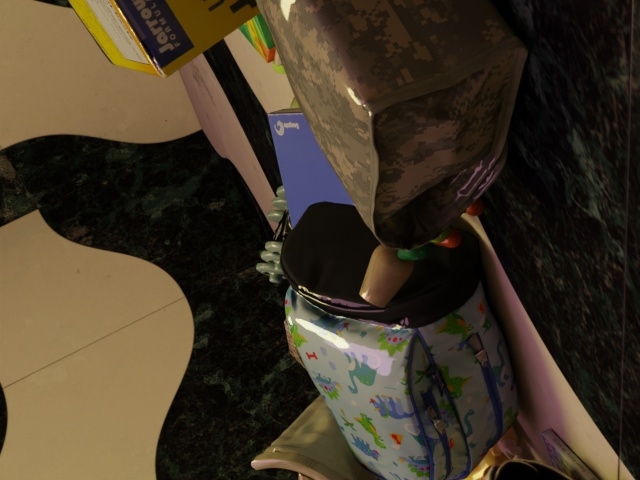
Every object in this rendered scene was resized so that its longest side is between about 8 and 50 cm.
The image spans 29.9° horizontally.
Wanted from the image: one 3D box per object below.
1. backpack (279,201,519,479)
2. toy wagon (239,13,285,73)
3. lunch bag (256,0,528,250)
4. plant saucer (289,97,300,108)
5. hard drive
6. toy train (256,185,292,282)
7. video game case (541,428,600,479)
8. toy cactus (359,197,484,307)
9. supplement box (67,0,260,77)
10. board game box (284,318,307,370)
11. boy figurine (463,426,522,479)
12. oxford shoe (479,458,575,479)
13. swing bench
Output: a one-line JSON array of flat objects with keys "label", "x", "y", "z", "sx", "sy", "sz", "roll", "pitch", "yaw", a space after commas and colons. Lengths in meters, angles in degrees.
[{"label": "backpack", "x": 0.112, "y": 0.152, "z": 1.546, "sx": 0.290, "sy": 0.273, "sz": 0.355, "roll": 15, "pitch": 153, "yaw": 41}, {"label": "toy wagon", "x": -0.094, "y": -0.374, "z": 1.780, "sx": 0.344, "sy": 0.068, "sz": 0.267, "roll": 55, "pitch": 170, "yaw": 50}, {"label": "lunch bag", "x": 0.056, "y": -0.150, "z": 1.096, "sx": 0.235, "sy": 0.168, "sz": 0.287, "roll": 60, "pitch": 168, "yaw": 24}, {"label": "plant saucer", "x": 0.002, "y": -0.143, "z": 2.060, "sx": 0.241, "sy": 0.037, "sz": 0.241, "roll": 61, "pitch": 173, "yaw": 13}, {"label": "hard drive", "x": 0.019, "y": -0.037, "z": 1.769, "sx": 0.210, "sy": 0.040, "sz": 0.319, "roll": 7, "pitch": 112, "yaw": 58}, {"label": "toy train", "x": 0.000, "y": 0.000, "z": 2.042, "sx": 0.334, "sy": 0.190, "sz": 0.142, "roll": 124, "pitch": 158, "yaw": -76}, {"label": "video game case", "x": 0.326, "y": 0.314, "z": 1.450, "sx": 0.119, "sy": 0.015, "sz": 0.166, "roll": 67, "pitch": 172, "yaw": -25}, {"label": "toy cactus", "x": 0.093, "y": -0.012, "z": 1.346, "sx": 0.112, "sy": 0.181, "sz": 0.219, "roll": 23, "pitch": -169, "yaw": -22}, {"label": "supplement box", "x": -0.202, "y": -0.339, "z": 1.474, "sx": 0.194, "sy": 0.195, "sz": 0.356, "roll": 57, "pitch": 170, "yaw": -20}, {"label": "board game box", "x": 0.092, "y": 0.215, "z": 1.980, "sx": 0.291, "sy": 0.141, "sz": 0.232, "roll": 44, "pitch": 168, "yaw": 15}, {"label": "boy figurine", "x": 0.224, "y": 0.306, "z": 1.714, "sx": 0.177, "sy": 0.092, "sz": 0.285, "roll": -43, "pitch": 52, "yaw": 51}, {"label": "oxford shoe", "x": 0.240, "y": 0.325, "z": 1.458, "sx": 0.397, "sy": 0.140, "sz": 0.147, "roll": -11, "pitch": 101, "yaw": 64}, {"label": "swing bench", "x": 0.058, "y": 0.355, "z": 1.729, "sx": 0.253, "sy": 0.165, "sz": 0.255, "roll": -40, "pitch": -60, "yaw": -53}]
